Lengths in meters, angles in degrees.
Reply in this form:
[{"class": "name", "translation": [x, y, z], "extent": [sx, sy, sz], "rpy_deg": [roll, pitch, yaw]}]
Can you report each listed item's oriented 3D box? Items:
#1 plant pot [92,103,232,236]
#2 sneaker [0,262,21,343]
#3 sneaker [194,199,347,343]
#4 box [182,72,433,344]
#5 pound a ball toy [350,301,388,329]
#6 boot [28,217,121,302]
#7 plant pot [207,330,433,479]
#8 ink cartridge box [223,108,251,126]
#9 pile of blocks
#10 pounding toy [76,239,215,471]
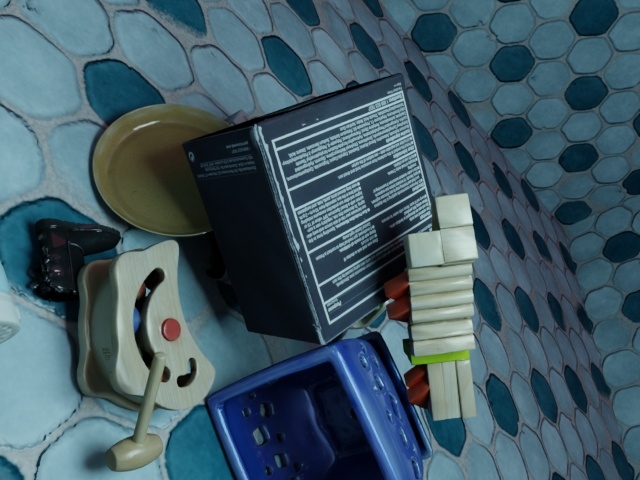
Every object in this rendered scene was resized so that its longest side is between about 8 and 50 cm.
[{"class": "plant pot", "translation": [-0.216, -0.103, 0.947], "extent": [0.236, 0.032, 0.236], "rpy_deg": [7, 60, -13]}, {"class": "sneaker", "translation": [-0.445, 0.030, 0.527], "extent": [0.366, 0.135, 0.150], "rpy_deg": [15, 46, -62]}, {"class": "sneaker", "translation": [-0.095, 0.055, 1.027], "extent": [0.350, 0.131, 0.148], "rpy_deg": [51, 39, -8]}, {"class": "box", "translation": [0.004, -0.052, 0.913], "extent": [0.296, 0.183, 0.294], "rpy_deg": [-28, 107, -39]}, {"class": "pound a ball toy", "translation": [0.000, 0.000, 1.224], "extent": [0.208, 0.135, 0.319], "rpy_deg": [12, 52, -21]}, {"class": "boot", "translation": [-0.306, 0.028, 0.799], "extent": [0.121, 0.045, 0.099], "rpy_deg": [12, 57, -49]}, {"class": "plant pot", "translation": [0.018, 0.270, 0.913], "extent": [0.212, 0.236, 0.235], "rpy_deg": [-8, 72, -64]}, {"class": "ink cartridge box", "translation": [-0.152, -0.156, 1.153], "extent": [0.109, 0.063, 0.150], "rpy_deg": [49, 34, -21]}, {"class": "pile of blocks", "translation": [0.145, 0.096, 0.884], "extent": [0.149, 0.113, 0.362], "rpy_deg": [-98, -179, -62]}, {"class": "pounding toy", "translation": [-0.186, 0.129, 0.765], "extent": [0.154, 0.155, 0.269], "rpy_deg": [11, 71, -53]}]
